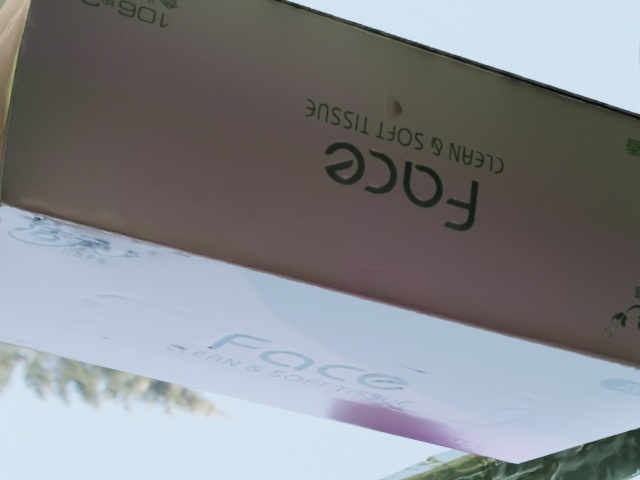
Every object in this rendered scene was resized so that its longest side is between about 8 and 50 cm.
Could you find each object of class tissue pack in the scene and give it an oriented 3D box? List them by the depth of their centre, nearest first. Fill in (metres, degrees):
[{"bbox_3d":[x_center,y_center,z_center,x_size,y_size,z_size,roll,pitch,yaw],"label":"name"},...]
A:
[{"bbox_3d":[0.000,0.000,0.573,0.148,0.246,0.092,146,-45,-62],"label":"tissue pack"}]

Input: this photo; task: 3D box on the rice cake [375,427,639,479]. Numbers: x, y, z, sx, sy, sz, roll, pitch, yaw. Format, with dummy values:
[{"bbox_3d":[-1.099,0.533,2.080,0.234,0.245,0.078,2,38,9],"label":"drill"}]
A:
[{"bbox_3d":[0.109,0.097,0.777,0.245,0.042,0.045,-20,-169,-19],"label":"rice cake"}]
